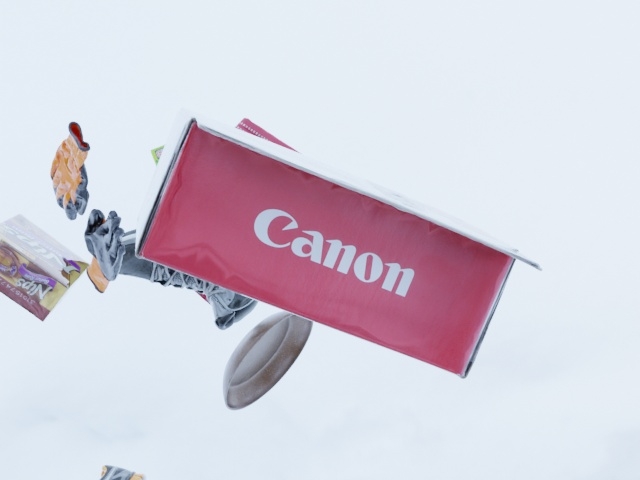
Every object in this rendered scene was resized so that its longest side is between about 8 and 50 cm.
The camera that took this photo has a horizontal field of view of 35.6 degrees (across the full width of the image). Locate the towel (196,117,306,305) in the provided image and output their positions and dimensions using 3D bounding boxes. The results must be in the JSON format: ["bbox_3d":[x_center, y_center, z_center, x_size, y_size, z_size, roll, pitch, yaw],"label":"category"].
[{"bbox_3d":[-0.129,-0.039,1.559,0.199,0.031,0.275,35,82,17],"label":"towel"}]

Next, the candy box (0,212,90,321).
[{"bbox_3d":[-0.334,0.027,1.149,0.109,0.186,0.053,37,93,-9],"label":"candy box"}]

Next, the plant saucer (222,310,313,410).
[{"bbox_3d":[-0.090,0.181,1.574,0.036,0.198,0.198,38,69,23],"label":"plant saucer"}]

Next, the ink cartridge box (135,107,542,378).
[{"bbox_3d":[0.000,0.000,0.890,0.309,0.272,0.130,21,95,-12],"label":"ink cartridge box"}]

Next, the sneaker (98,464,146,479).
[{"bbox_3d":[-0.377,0.458,1.653,0.083,0.084,0.215,24,37,14],"label":"sneaker"}]

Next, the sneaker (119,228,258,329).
[{"bbox_3d":[-0.158,0.050,1.244,0.229,0.086,0.132,-6,67,-10],"label":"sneaker"}]

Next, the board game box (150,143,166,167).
[{"bbox_3d":[-0.243,-0.073,1.751,0.043,0.092,0.181,-21,63,-7],"label":"board game box"}]

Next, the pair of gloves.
[{"bbox_3d":[-0.130,-0.016,0.554,0.010,0.074,0.083,-18,71,-31],"label":"pair of gloves"}]
